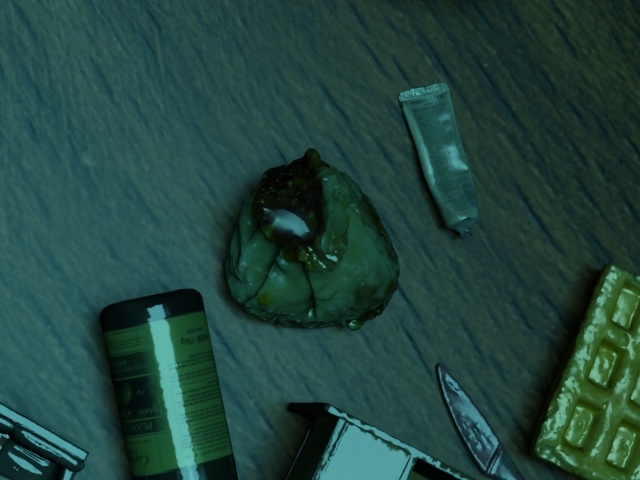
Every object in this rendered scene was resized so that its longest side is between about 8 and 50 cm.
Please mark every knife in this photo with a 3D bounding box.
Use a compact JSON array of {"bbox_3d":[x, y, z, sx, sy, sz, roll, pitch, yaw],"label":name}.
[{"bbox_3d":[0.183,0.234,1.741,0.035,0.018,0.247,-34,91,-13],"label":"knife"}]

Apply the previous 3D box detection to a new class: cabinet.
[{"bbox_3d":[0.044,0.279,1.628,0.215,0.148,0.175,28,78,-10],"label":"cabinet"}]

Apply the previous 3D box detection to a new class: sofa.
[{"bbox_3d":[-0.297,0.190,1.576,0.147,0.085,0.060,31,74,-11],"label":"sofa"}]

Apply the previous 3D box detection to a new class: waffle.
[{"bbox_3d":[0.358,0.173,1.774,0.247,0.055,0.221,27,78,-12],"label":"waffle"}]

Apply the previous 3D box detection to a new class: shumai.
[{"bbox_3d":[0.006,0.002,1.649,0.184,0.142,0.184,1,84,-12],"label":"shumai"}]

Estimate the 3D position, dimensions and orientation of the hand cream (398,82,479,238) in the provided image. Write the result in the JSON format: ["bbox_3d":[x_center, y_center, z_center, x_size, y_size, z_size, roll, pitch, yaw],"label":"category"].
[{"bbox_3d":[0.129,-0.082,1.753,0.057,0.037,0.165,-14,81,-16],"label":"hand cream"}]

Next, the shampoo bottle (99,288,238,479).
[{"bbox_3d":[-0.136,0.192,1.612,0.101,0.101,0.284,-11,88,-16],"label":"shampoo bottle"}]
